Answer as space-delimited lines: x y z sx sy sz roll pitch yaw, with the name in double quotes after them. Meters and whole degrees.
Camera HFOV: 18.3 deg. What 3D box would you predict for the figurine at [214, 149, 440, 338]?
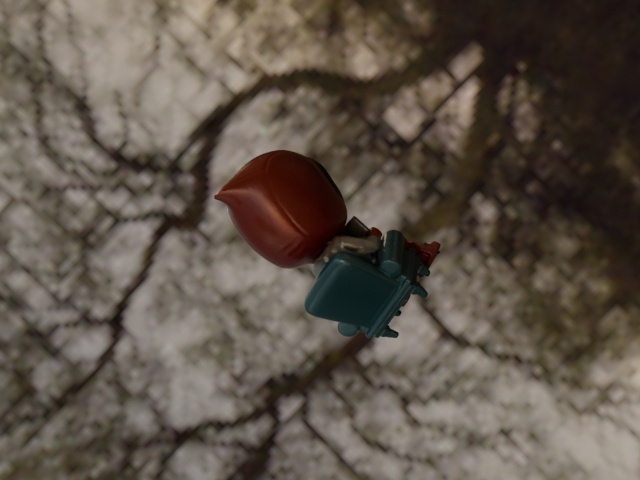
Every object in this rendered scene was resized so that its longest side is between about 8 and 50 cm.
0.000 0.000 1.193 0.140 0.068 0.075 32 -144 -9 "figurine"
